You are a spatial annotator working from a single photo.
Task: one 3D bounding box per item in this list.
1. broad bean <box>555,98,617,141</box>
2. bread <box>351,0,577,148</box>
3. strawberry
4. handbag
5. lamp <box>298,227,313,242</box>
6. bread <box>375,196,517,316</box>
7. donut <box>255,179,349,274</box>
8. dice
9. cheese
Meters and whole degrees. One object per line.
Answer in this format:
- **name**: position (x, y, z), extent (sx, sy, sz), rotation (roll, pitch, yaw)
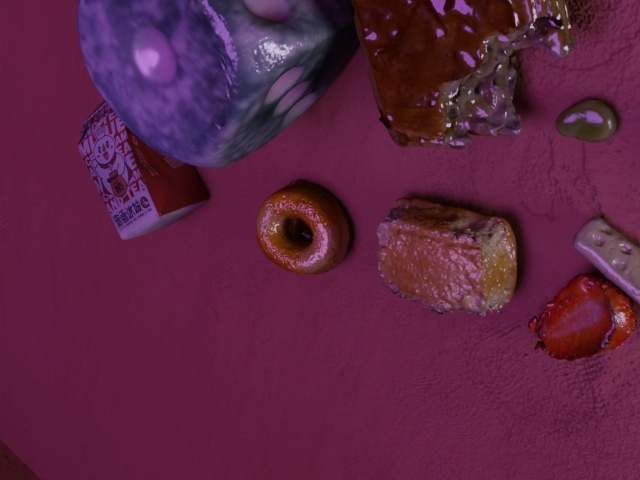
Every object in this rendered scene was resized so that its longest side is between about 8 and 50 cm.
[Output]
- **broad bean**: position (0.372, -0.167, 1.294), extent (0.083, 0.045, 0.063), rotation (7, 119, 32)
- **bread**: position (0.202, -0.311, 1.268), extent (0.314, 0.191, 0.370), rotation (1, 126, 37)
- **strawberry**: position (0.404, 0.117, 1.413), extent (0.188, 0.082, 0.121), rotation (-38, 65, 57)
- **handbag**: position (-0.381, -0.171, 1.937), extent (0.171, 0.151, 0.298), rotation (-27, 87, 44)
- **lamp**: position (0.000, 0.000, 1.753), extent (0.083, 0.031, 0.063), rotation (-10, 108, 42)
- **bread**: position (0.200, 0.026, 1.510), extent (0.246, 0.121, 0.174), rotation (14, 114, 42)
- **donut**: position (-0.041, -0.018, 1.712), extent (0.190, 0.075, 0.174), rotation (41, 116, 22)
- **dice**: position (-0.152, -0.342, 1.474), extent (0.330, 0.348, 0.328), rotation (47, 137, 4)
- **cheese**: position (0.449, 0.044, 1.329), extent (0.194, 0.065, 0.043), rotation (45, 176, 17)
